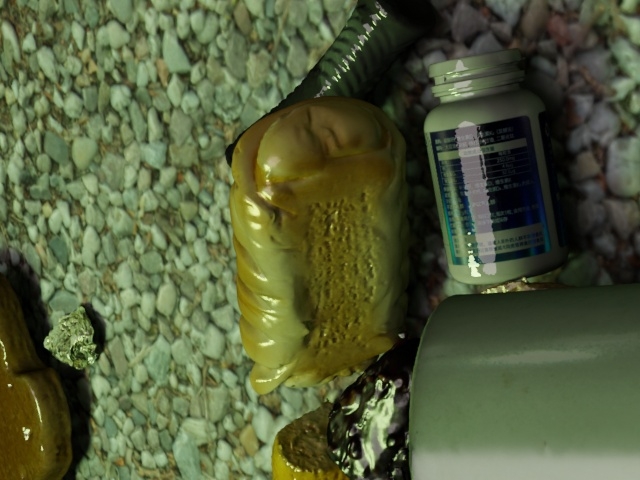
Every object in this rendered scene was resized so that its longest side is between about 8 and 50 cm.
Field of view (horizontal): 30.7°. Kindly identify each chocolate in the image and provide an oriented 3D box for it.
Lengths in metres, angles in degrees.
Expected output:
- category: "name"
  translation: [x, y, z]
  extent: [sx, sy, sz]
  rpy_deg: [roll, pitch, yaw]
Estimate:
- category: "chocolate"
  translation: [0.087, 0.155, 1.092]
  extent: [0.156, 0.156, 0.133]
  rpy_deg: [41, 135, 27]

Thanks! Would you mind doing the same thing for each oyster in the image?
- category: "oyster"
  translation: [-0.335, 0.129, 1.558]
  extent: [0.098, 0.037, 0.100]
  rpy_deg: [43, 129, 34]

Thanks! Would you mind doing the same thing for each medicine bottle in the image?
- category: "medicine bottle"
  translation: [0.148, -0.064, 1.008]
  extent: [0.107, 0.107, 0.191]
  rpy_deg: [-5, 98, 44]

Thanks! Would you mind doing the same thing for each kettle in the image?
- category: "kettle"
  translation: [0.294, 0.190, 0.821]
  extent: [0.377, 0.250, 0.361]
  rpy_deg: [-9, 109, 26]

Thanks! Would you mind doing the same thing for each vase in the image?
- category: "vase"
  translation: [0.015, -0.143, 1.121]
  extent: [0.115, 0.115, 0.237]
  rpy_deg: [53, 127, 18]

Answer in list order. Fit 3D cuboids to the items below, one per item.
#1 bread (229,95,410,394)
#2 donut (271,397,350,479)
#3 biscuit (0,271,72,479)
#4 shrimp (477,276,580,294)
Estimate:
- category: "bread"
  translation: [0.000, 0.000, 1.095]
  extent: [0.121, 0.173, 0.311]
  rpy_deg: [-121, 24, -48]
- category: "donut"
  translation: [0.036, 0.307, 1.205]
  extent: [0.259, 0.101, 0.152]
  rpy_deg: [45, 140, 40]
- category: "biscuit"
  translation: [-0.470, 0.215, 1.679]
  extent: [0.359, 0.074, 0.381]
  rpy_deg: [33, 123, 33]
- category: "shrimp"
  translation: [0.226, 0.072, 0.977]
  extent: [0.287, 0.063, 0.152]
  rpy_deg: [-26, 117, 39]
